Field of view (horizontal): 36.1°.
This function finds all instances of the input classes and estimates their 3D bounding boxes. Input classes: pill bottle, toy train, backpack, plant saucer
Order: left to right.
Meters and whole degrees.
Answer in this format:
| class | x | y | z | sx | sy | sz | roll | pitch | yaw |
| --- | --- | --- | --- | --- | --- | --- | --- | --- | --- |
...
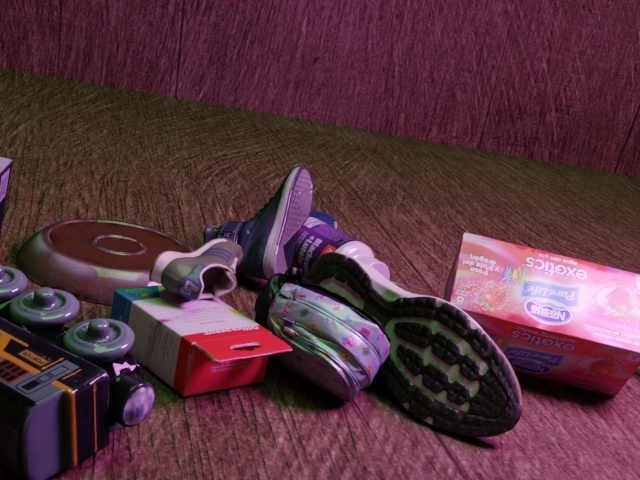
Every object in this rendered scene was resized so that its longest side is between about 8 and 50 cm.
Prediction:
| class | x | y | z | sx | sy | sz | roll | pitch | yaw |
| --- | --- | --- | --- | --- | --- | --- | --- | --- | --- |
| toy train | -0.346 | 0.136 | 1.082 | 0.334 | 0.142 | 0.190 | 22 | 29 | 28 |
| plant saucer | -0.329 | 0.026 | 1.590 | 0.311 | 0.050 | 0.310 | 13 | 16 | -4 |
| backpack | 0.005 | 0.133 | 1.330 | 0.182 | 0.115 | 0.152 | 25 | -21 | 29 |
| pill bottle | 0.025 | 0.039 | 1.695 | 0.108 | 0.108 | 0.193 | -3 | 22 | -42 |

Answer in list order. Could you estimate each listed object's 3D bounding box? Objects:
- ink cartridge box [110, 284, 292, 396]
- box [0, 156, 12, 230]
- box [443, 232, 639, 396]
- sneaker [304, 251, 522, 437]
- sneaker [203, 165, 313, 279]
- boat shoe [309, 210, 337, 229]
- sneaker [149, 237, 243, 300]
| class | x | y | z | sx | sy | sz | roll | pitch | yaw |
| --- | --- | --- | --- | --- | --- | --- | --- | --- | --- |
| ink cartridge box | -0.162 | 0.135 | 1.299 | 0.134 | 0.078 | 0.231 | -4 | 22 | -44 |
| box | -0.550 | -0.033 | 1.414 | 0.142 | 0.163 | 0.247 | 12 | 16 | -9 |
| box | 0.340 | 0.117 | 1.522 | 0.300 | 0.154 | 0.142 | 14 | 56 | 3 |
| sneaker | 0.152 | 0.145 | 1.423 | 0.182 | 0.158 | 0.410 | 20 | 11 | -47 |
| sneaker | -0.112 | -0.035 | 1.698 | 0.164 | 0.086 | 0.226 | 1 | 55 | 28 |
| boat shoe | 0.000 | 0.000 | 1.875 | 0.066 | 0.066 | 0.183 | 5 | 24 | -16 |
| sneaker | -0.148 | 0.048 | 1.367 | 0.086 | 0.064 | 0.192 | 28 | 19 | 23 |
